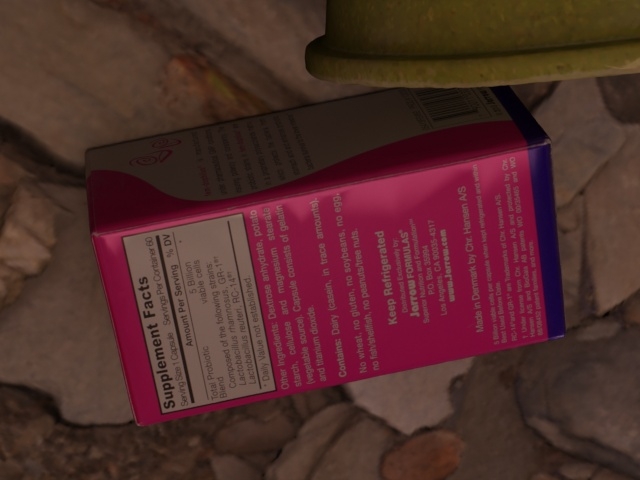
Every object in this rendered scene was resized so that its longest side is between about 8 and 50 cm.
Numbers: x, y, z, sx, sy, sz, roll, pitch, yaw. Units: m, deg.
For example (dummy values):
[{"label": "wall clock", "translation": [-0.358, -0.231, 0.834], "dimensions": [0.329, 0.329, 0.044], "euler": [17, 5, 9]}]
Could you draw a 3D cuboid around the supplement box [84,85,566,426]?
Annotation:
[{"label": "supplement box", "translation": [0.000, 0.000, 0.850], "dimensions": [0.220, 0.111, 0.114], "euler": [-10, 115, -4]}]

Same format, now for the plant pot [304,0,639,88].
[{"label": "plant pot", "translation": [0.114, -0.213, 0.713], "dimensions": [0.276, 0.276, 0.254], "euler": [-9, 103, -5]}]
